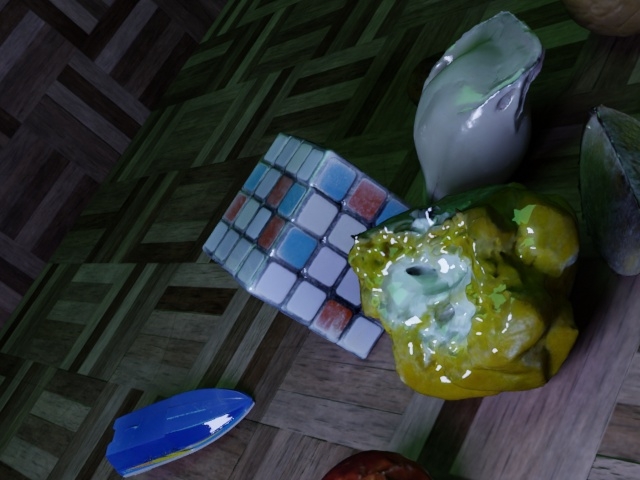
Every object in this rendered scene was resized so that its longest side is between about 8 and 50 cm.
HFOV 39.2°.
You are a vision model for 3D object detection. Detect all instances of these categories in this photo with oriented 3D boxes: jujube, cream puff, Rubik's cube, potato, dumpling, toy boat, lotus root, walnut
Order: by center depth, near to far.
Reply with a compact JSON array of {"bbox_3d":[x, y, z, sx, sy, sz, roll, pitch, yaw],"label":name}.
[{"bbox_3d":[0.046,0.365,1.107,0.236,0.168,0.168,-53,24,26],"label":"jujube"},{"bbox_3d":[0.415,-0.048,1.175,0.120,0.100,0.261,104,164,-51],"label":"potato"},{"bbox_3d":[0.212,0.064,1.184,0.274,0.269,0.323,-26,11,-38],"label":"cream puff"},{"bbox_3d":[0.474,-0.434,1.420,0.228,0.228,0.228,-35,31,25],"label":"walnut"},{"bbox_3d":[0.236,-0.202,1.469,0.181,0.341,0.260,-8,46,-5],"label":"dumpling"},{"bbox_3d":[0.000,0.001,1.481,0.253,0.256,0.259,-58,26,-2],"label":"Rubik's cube"},{"bbox_3d":[-0.243,0.336,1.632,0.295,0.088,0.129,-23,35,22],"label":"toy boat"},{"bbox_3d":[0.238,-0.279,1.656,0.124,0.123,0.241,-39,31,-3],"label":"lotus root"}]
